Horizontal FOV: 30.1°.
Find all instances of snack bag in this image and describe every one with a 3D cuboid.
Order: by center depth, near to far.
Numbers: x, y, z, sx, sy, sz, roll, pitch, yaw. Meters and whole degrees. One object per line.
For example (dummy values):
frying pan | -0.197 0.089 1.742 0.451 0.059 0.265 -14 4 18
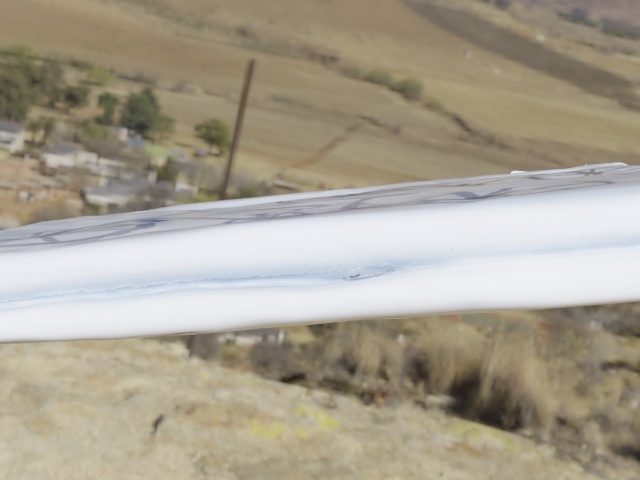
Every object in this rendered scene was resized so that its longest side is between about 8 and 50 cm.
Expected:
snack bag | 0.000 0.000 0.489 0.323 0.037 0.342 -6 4 3
